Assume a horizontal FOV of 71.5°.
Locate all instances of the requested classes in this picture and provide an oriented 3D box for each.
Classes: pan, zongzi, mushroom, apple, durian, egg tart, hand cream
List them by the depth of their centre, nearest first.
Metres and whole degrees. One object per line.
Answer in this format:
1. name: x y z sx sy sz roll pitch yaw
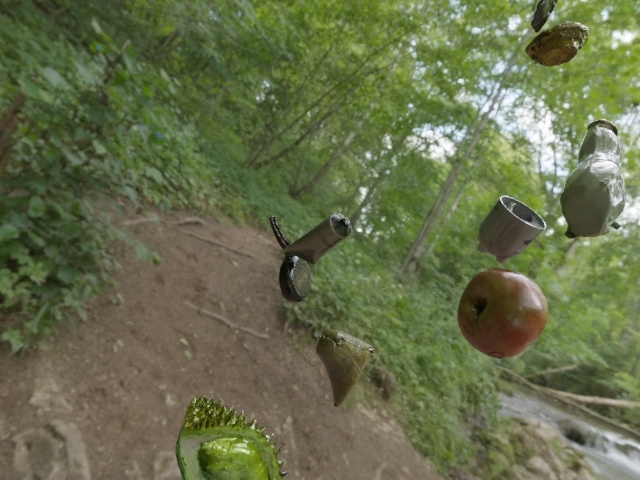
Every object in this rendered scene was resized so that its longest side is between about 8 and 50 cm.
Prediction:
1. durian: -0.159 0.408 0.754 0.159 0.351 0.169 -1 19 37
2. mushroom: 0.532 -0.125 0.859 0.097 0.351 0.109 -9 -60 40
3. hand cream: 0.000 0.000 0.941 0.087 0.054 0.186 26 -39 -24
4. egg tart: 0.520 -0.422 0.981 0.131 0.052 0.130 -4 -10 -1
5. pan: -0.070 0.041 1.033 0.040 0.211 0.115 -14 6 27
6. apple: 0.421 0.171 1.038 0.164 0.209 0.209 16 -7 -19
7. zongzi: 0.042 0.341 1.179 0.099 0.197 0.194 17 -14 43

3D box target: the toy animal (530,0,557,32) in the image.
1. toy animal: 0.501 -0.527 0.820 0.160 0.197 0.272 54 -16 36

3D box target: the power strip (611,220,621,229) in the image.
1. power strip: 0.690 -0.055 1.076 0.040 0.016 0.090 31 25 -7

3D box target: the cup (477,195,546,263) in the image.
1. cup: 0.501 -0.028 1.191 0.134 0.141 0.173 38 34 15
